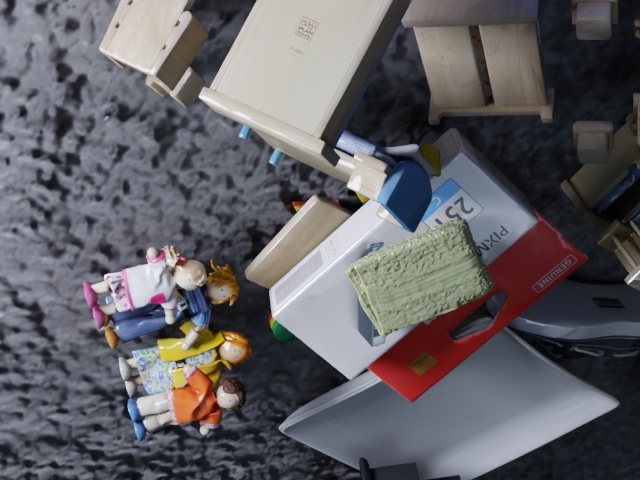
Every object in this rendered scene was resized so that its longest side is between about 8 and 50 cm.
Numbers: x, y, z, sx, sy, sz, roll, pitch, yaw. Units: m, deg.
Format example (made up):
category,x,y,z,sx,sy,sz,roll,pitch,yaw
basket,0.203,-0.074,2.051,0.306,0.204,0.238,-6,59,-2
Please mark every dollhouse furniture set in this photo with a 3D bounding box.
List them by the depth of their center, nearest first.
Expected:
category,x,y,z,sx,sy,sz,roll,pitch,yaw
dollhouse furniture set,-0.007,-0.177,1.432,0.198,0.286,0.303,-62,159,-4
dollhouse furniture set,0.219,-0.223,1.550,0.355,0.174,0.303,1,152,13
dollhouse furniture set,0.413,-0.032,1.716,0.129,0.184,0.129,23,119,-39

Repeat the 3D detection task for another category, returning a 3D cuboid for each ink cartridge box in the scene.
category,x,y,z,sx,sy,sz,roll,pitch,yaw
ink cartridge box,0.133,0.053,1.639,0.296,0.066,0.261,-42,118,16

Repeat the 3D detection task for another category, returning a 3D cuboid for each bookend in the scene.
category,x,y,z,sx,sy,sz,roll,pitch,yaw
bookend,0.137,0.359,1.976,0.156,0.072,0.157,-8,146,-1

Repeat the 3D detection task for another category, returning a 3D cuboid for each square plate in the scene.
category,x,y,z,sx,sy,sz,roll,pitch,yaw
square plate,0.177,0.225,1.912,0.344,0.049,0.347,-32,138,26

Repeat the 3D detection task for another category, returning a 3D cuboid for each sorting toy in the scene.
category,x,y,z,sx,sy,sz,roll,pitch,yaw
sorting toy,0.000,0.000,1.655,0.132,0.046,0.274,24,118,-39

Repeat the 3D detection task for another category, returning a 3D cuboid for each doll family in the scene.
category,x,y,z,sx,sy,sz,roll,pitch,yaw
doll family,-0.167,0.100,1.648,0.163,0.118,0.263,-16,118,-1

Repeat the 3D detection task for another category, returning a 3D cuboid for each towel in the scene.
category,x,y,z,sx,sy,sz,roll,pitch,yaw
towel,0.111,0.041,1.574,0.148,0.027,0.110,-23,119,7

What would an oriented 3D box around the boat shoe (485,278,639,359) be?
category,x,y,z,sx,sy,sz,roll,pitch,yaw
boat shoe,0.334,0.113,1.886,0.301,0.108,0.102,3,131,-35
